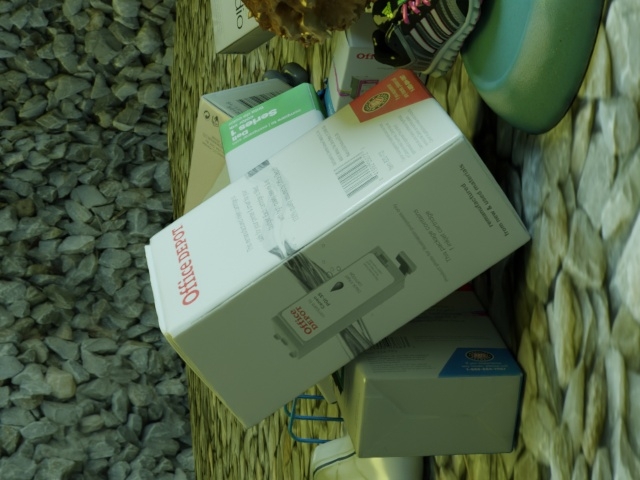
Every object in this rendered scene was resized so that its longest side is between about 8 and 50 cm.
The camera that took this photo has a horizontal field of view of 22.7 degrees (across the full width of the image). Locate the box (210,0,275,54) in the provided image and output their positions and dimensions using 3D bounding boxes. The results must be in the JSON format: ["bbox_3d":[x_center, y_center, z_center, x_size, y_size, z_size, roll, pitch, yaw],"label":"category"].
[{"bbox_3d":[-0.078,-0.406,2.204,0.322,0.059,0.232,-18,77,63],"label":"box"}]

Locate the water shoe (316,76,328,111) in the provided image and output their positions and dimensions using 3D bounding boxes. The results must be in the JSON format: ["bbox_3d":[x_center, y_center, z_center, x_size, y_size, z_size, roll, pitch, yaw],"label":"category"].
[{"bbox_3d":[0.023,-0.157,1.827,0.073,0.080,0.203,173,97,-79],"label":"water shoe"}]

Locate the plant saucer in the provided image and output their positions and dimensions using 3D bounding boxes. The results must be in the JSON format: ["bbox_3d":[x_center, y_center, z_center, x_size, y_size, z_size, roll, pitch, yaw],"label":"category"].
[{"bbox_3d":[0.152,-0.241,1.234,0.317,0.044,0.317,-179,90,-80],"label":"plant saucer"}]

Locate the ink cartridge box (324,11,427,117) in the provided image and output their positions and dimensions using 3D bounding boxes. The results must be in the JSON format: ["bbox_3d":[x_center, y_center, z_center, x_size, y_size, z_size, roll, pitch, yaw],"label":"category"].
[{"bbox_3d":[0.058,-0.169,1.609,0.122,0.089,0.052,102,164,-49],"label":"ink cartridge box"}]

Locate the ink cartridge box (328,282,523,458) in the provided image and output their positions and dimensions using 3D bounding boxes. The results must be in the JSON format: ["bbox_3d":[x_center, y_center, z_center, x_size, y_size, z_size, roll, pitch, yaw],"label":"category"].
[{"bbox_3d":[0.077,0.097,1.376,0.231,0.134,0.078,-112,23,-66],"label":"ink cartridge box"}]

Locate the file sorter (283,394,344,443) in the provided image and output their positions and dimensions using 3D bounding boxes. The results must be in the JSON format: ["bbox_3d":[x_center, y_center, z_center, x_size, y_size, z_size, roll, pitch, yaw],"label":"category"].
[{"bbox_3d":[0.012,0.133,1.750,0.170,0.118,0.104,-105,23,-57],"label":"file sorter"}]

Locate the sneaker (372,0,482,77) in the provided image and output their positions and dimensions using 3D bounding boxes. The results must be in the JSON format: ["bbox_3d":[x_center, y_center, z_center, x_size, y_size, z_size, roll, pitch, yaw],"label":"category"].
[{"bbox_3d":[0.082,-0.188,1.285,0.170,0.075,0.063,111,157,-62],"label":"sneaker"}]

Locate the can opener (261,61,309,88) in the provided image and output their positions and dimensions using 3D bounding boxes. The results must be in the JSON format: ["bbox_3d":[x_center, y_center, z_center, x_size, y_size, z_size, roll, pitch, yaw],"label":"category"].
[{"bbox_3d":[-0.055,-0.131,2.337,0.093,0.074,0.280,39,139,33],"label":"can opener"}]

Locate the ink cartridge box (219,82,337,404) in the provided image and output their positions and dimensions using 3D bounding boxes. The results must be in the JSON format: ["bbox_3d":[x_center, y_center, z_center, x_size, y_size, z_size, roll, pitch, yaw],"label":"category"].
[{"bbox_3d":[0.000,0.000,1.640,0.201,0.117,0.278,60,-171,-34],"label":"ink cartridge box"}]

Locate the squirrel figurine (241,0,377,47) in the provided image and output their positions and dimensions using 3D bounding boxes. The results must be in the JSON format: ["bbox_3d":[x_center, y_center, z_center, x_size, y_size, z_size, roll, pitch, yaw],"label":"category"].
[{"bbox_3d":[-0.027,-0.342,1.424,0.370,0.281,0.397,91,-163,-48],"label":"squirrel figurine"}]

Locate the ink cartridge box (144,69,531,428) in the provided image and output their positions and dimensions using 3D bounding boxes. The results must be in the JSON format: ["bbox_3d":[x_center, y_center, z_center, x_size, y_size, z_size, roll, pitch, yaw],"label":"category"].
[{"bbox_3d":[0.006,-0.001,1.334,0.117,0.283,0.207,54,-175,-24],"label":"ink cartridge box"}]

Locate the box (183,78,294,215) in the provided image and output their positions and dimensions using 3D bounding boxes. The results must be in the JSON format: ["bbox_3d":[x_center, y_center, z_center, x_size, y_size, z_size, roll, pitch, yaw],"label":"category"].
[{"bbox_3d":[-0.093,-0.045,2.133,0.121,0.148,0.311,35,126,34],"label":"box"}]

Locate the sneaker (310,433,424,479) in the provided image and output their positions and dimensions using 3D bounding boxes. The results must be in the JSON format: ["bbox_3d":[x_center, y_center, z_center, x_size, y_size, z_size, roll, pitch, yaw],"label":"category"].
[{"bbox_3d":[0.044,0.255,1.666,0.258,0.094,0.091,121,152,-69],"label":"sneaker"}]
